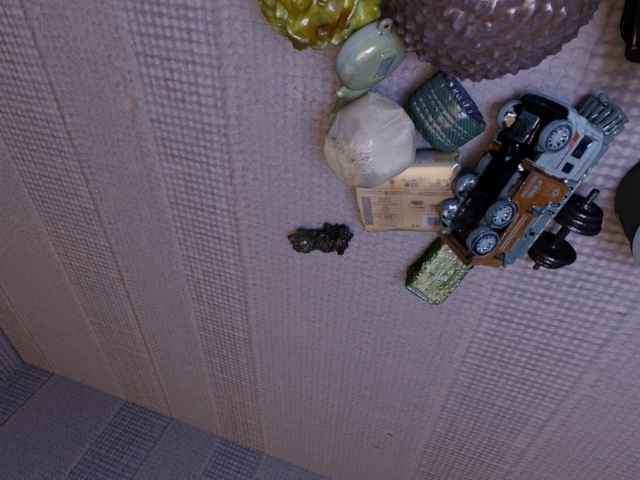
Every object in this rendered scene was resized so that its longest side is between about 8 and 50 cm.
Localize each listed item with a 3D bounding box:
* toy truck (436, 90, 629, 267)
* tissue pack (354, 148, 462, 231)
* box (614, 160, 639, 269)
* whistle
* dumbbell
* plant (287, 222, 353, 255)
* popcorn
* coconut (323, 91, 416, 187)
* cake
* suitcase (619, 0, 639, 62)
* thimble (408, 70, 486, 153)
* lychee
[{"bbox_3d":[0.373,-0.108,0.727,0.185,0.132,0.338,14,118,-24],"label":"toy truck"},{"bbox_3d":[0.186,-0.103,0.869,0.223,0.090,0.186,2,125,23],"label":"tissue pack"},{"bbox_3d":[0.644,-0.042,0.680,0.227,0.149,0.225,12,129,15],"label":"box"},{"bbox_3d":[0.075,-0.291,0.723,0.067,0.126,0.258,64,161,7],"label":"whistle"},{"bbox_3d":[0.482,-0.016,0.804,0.099,0.099,0.208,21,132,8],"label":"dumbbell"},{"bbox_3d":[0.000,0.000,1.042,0.175,0.087,0.085,-5,93,20],"label":"plant"},{"bbox_3d":[0.002,-0.422,0.645,0.222,0.183,0.204,-9,141,12],"label":"popcorn"},{"bbox_3d":[0.097,-0.184,0.742,0.161,0.162,0.161,46,161,21],"label":"coconut"},{"bbox_3d":[0.307,0.034,0.962,0.100,0.099,0.235,34,110,-3],"label":"cake"},{"bbox_3d":[0.440,-0.325,0.390,0.194,0.282,0.434,-13,142,24],"label":"suitcase"},{"bbox_3d":[0.226,-0.231,0.734,0.090,0.118,0.135,-34,103,37],"label":"thimble"},{"bbox_3d":[0.224,-0.367,0.543,0.301,0.300,0.299,12,129,15],"label":"lychee"}]
